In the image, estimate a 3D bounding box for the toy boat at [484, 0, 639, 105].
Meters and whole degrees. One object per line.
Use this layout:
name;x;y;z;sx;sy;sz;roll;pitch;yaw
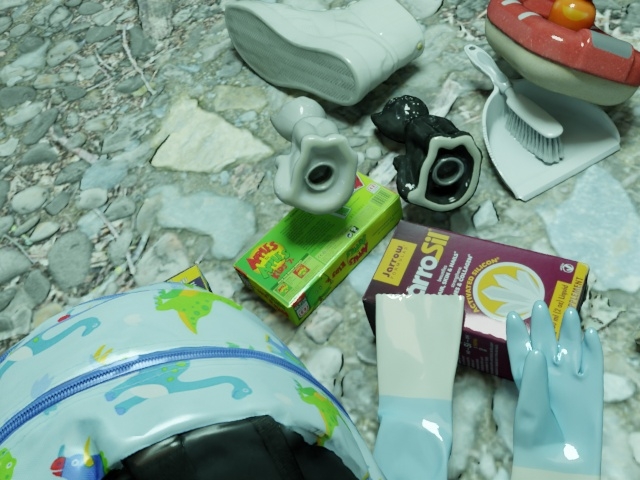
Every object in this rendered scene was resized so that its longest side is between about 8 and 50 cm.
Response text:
toy boat;0.289;-0.263;0.750;0.151;0.151;0.231;12;30;-14

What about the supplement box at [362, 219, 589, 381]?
supplement box;0.149;0.060;0.636;0.188;0.081;0.104;15;60;24

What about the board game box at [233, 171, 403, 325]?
board game box;0.000;0.000;0.743;0.092;0.043;0.181;34;69;32

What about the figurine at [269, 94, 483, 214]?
figurine;0.047;-0.114;0.748;0.215;0.092;0.209;-2;30;-8

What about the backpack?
backpack;-0.080;0.200;0.421;0.290;0.355;0.273;-25;49;-6

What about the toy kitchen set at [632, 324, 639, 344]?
toy kitchen set;0.334;0.108;0.590;0.068;0.075;0.083;-25;3;43

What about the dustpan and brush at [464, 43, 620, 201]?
dustpan and brush;0.236;-0.162;0.785;0.147;0.060;0.211;-28;53;-6

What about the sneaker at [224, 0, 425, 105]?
sneaker;0.008;-0.291;0.926;0.169;0.108;0.292;-36;52;-27

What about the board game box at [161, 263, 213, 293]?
board game box;-0.177;0.124;0.699;0.170;0.048;0.141;-28;51;-6

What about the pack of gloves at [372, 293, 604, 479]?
pack of gloves;0.128;0.158;0.537;0.195;0.046;0.232;0;78;21
